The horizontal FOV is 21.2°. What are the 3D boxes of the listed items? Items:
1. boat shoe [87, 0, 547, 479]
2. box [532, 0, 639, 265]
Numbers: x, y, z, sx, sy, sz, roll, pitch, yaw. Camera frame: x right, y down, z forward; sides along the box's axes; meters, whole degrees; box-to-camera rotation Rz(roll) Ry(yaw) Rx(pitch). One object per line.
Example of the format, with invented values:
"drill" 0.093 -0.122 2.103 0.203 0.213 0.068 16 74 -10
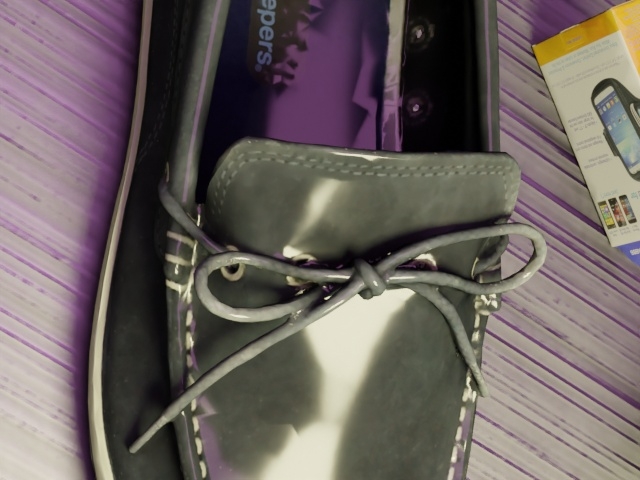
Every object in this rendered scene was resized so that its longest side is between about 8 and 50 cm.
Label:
"boat shoe" 0.000 0.000 0.788 0.187 0.156 0.500 4 82 -24
"box" 0.166 -0.053 0.904 0.028 0.081 0.136 -25 93 -25
